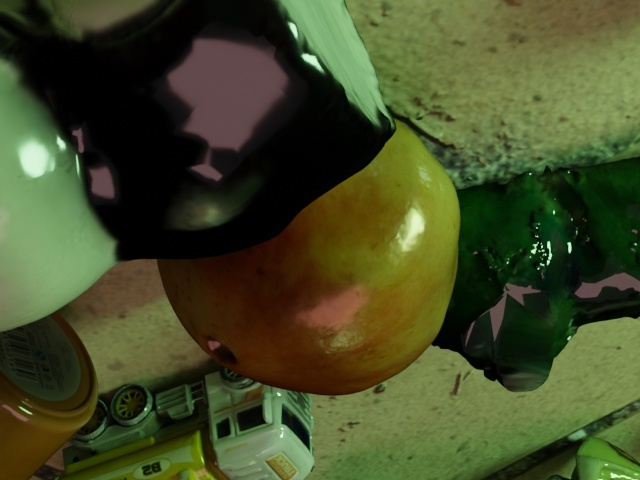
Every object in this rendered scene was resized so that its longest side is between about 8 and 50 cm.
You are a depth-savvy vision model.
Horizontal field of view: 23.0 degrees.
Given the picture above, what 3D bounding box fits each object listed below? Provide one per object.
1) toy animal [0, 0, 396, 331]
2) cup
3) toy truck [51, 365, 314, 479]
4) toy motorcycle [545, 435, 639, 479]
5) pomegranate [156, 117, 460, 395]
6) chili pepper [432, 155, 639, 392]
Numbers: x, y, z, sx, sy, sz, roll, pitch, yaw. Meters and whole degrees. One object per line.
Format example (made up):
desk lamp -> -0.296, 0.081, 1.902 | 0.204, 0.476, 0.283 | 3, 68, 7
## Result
toy animal -> -0.139, -0.073, 0.876 | 0.310, 0.251, 0.251 | -25, 140, 13
cup -> -0.316, 0.141, 1.203 | 0.264, 0.182, 0.226 | -40, 103, 23
toy truck -> -0.115, 0.182, 1.319 | 0.227, 0.114, 0.098 | -21, 141, 12
toy motorcycle -> 0.166, 0.313, 1.461 | 0.410, 0.237, 0.168 | -9, 156, 2
pomegranate -> -0.003, 0.005, 1.044 | 0.209, 0.209, 0.209 | -7, 142, -5
chili pepper -> 0.174, 0.022, 1.183 | 0.265, 0.116, 0.148 | -11, 139, -1
